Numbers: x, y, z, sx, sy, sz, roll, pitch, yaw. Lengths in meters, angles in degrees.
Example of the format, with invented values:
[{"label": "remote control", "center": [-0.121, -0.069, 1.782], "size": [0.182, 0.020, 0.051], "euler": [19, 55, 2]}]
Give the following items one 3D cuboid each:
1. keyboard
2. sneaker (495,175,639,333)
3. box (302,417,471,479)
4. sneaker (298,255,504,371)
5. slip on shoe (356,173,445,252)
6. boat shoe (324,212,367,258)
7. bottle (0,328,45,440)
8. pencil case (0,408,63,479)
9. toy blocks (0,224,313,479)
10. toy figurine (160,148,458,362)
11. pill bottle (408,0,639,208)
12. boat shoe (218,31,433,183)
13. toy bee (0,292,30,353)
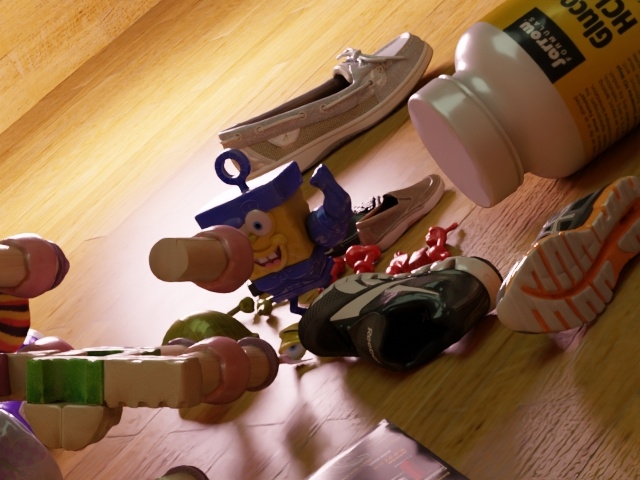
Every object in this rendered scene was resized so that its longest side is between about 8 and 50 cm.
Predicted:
[{"label": "keyboard", "center": [-0.006, 0.007, 2.081], "size": [0.180, 0.023, 0.108], "euler": [-31, 18, 9]}, {"label": "sneaker", "center": [0.217, 0.021, 1.590], "size": [0.083, 0.084, 0.215], "euler": [-16, 15, 49]}, {"label": "box", "center": [-0.013, 0.275, 1.311], "size": [0.307, 0.076, 0.242], "euler": [-36, 18, -10]}, {"label": "sneaker", "center": [0.057, 0.079, 1.696], "size": [0.234, 0.078, 0.106], "euler": [-16, 22, 38]}, {"label": "slip on shoe", "center": [0.088, -0.039, 2.008], "size": [0.135, 0.041, 0.051], "euler": [-43, 20, -27]}, {"label": "boat shoe", "center": [0.000, 0.000, 2.022], "size": [0.125, 0.038, 0.046], "euler": [-24, 56, 3]}, {"label": "bottle", "center": [-0.369, 0.192, 2.097], "size": [0.118, 0.092, 0.283], "euler": [-35, 17, 14]}, {"label": "pencil case", "center": [-0.387, 0.292, 1.815], "size": [0.273, 0.124, 0.113], "euler": [-44, -24, -26]}, {"label": "toy blocks", "center": [-0.188, 0.143, 1.757], "size": [0.288, 0.309, 0.260], "euler": [-2, -1, 22]}, {"label": "toy figurine", "center": [-0.060, -0.005, 1.888], "size": [0.362, 0.217, 0.191], "euler": [-21, 21, 31]}, {"label": "pill bottle", "center": [0.263, -0.185, 1.856], "size": [0.334, 0.188, 0.188], "euler": [-37, 18, -10]}, {"label": "boat shoe", "center": [0.012, -0.190, 2.427], "size": [0.320, 0.103, 0.118], "euler": [-36, 18, -7]}, {"label": "toy bee", "center": [-0.411, 0.135, 1.910], "size": [0.298, 0.162, 0.195], "euler": [-18, 42, 26]}]
